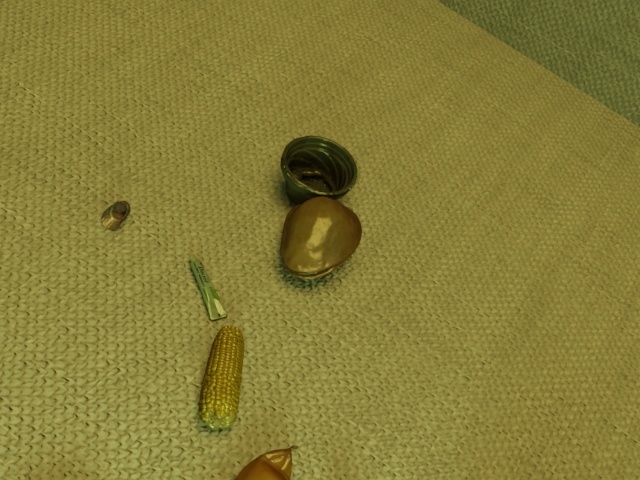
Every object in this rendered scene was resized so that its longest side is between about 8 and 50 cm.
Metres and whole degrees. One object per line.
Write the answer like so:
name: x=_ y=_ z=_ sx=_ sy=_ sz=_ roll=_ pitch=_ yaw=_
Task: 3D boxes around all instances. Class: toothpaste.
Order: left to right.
toothpaste: x=-0.291 y=0.116 z=1.974 sx=0.048 sy=0.029 sz=0.197 roll=-13 pitch=60 yaw=-29

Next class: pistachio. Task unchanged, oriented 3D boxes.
pistachio: x=0.000 y=0.000 z=2.094 sx=0.213 sy=0.163 sz=0.260 roll=1 pitch=51 yaw=13

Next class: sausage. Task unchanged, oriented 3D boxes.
sausage: x=-0.148 y=0.546 z=1.609 sx=0.112 sy=0.112 sz=0.328 roll=33 pitch=47 yaw=9

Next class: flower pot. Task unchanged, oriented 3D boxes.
flower pot: x=-0.015 y=-0.179 z=2.251 sx=0.235 sy=0.140 sz=0.235 roll=9 pitch=49 yaw=-11

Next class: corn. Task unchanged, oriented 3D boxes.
corn: x=-0.224 y=0.311 z=1.792 sx=0.091 sy=0.091 sz=0.260 roll=11 pitch=44 yaw=-8

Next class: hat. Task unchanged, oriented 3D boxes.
hat: x=-0.533 y=-0.065 z=2.037 sx=0.058 sy=0.042 sz=0.087 roll=28 pitch=81 yaw=8
